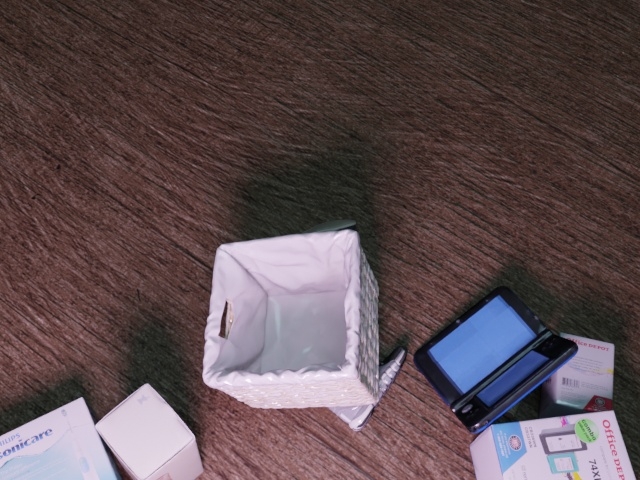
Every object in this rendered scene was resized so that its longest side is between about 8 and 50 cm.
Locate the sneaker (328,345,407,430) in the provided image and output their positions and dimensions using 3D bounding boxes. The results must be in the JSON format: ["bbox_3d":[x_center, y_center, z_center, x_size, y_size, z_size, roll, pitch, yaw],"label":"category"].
[{"bbox_3d":[0.096,0.309,1.740,0.132,0.086,0.229,31,65,15],"label":"sneaker"}]

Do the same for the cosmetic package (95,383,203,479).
[{"bbox_3d":[-0.335,0.421,1.527,0.129,0.296,0.153,-38,70,-23],"label":"cosmetic package"}]

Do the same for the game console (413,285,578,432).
[{"bbox_3d":[0.378,0.254,1.691,0.293,0.250,0.173,-39,90,-1],"label":"game console"}]

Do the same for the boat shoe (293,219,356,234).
[{"bbox_3d":[0.000,0.000,1.926,0.206,0.075,0.065,-19,107,-19],"label":"boat shoe"}]

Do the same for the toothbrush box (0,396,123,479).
[{"bbox_3d":[-0.527,0.510,1.563,0.216,0.126,0.295,-26,67,-16],"label":"toothbrush box"}]

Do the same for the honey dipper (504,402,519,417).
[{"bbox_3d":[0.468,0.342,1.780,0.030,0.030,0.161,28,59,11],"label":"honey dipper"}]

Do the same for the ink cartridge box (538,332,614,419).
[{"bbox_3d":[0.586,0.322,1.739,0.128,0.127,0.176,13,62,4],"label":"ink cartridge box"}]

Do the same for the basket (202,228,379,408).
[{"bbox_3d":[-0.049,0.186,1.651,0.331,0.266,0.328,-6,61,14],"label":"basket"}]

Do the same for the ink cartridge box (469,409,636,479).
[{"bbox_3d":[0.486,0.490,1.601,0.270,0.197,0.198,-6,62,-7],"label":"ink cartridge box"}]
